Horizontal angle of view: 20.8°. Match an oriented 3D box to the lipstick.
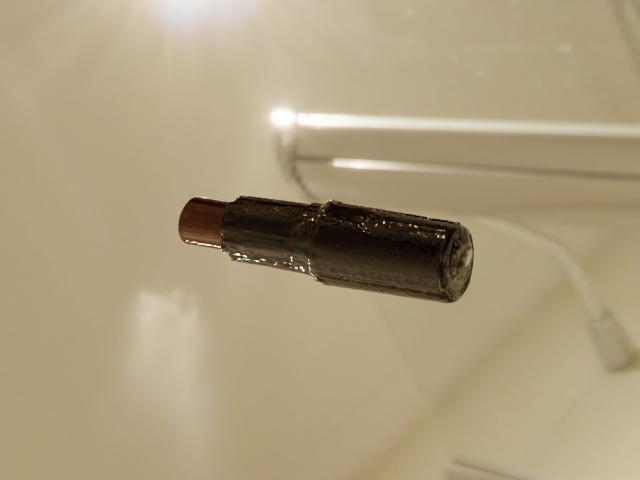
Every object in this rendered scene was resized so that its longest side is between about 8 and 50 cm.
[{"bbox_3d":[0.000,0.000,1.623,0.081,0.299,0.081,-29,-56,-55],"label":"lipstick"}]
